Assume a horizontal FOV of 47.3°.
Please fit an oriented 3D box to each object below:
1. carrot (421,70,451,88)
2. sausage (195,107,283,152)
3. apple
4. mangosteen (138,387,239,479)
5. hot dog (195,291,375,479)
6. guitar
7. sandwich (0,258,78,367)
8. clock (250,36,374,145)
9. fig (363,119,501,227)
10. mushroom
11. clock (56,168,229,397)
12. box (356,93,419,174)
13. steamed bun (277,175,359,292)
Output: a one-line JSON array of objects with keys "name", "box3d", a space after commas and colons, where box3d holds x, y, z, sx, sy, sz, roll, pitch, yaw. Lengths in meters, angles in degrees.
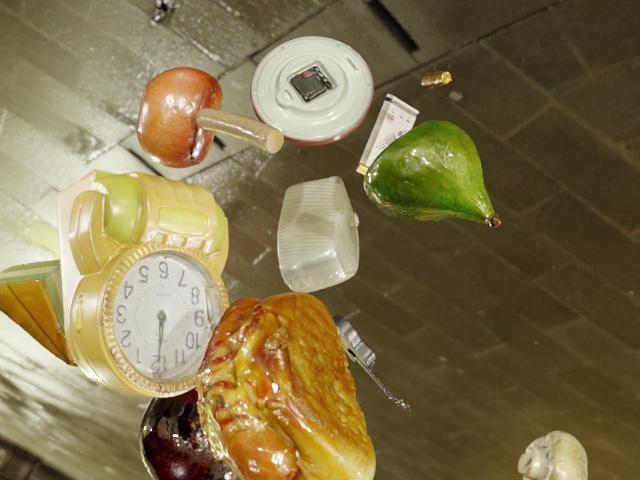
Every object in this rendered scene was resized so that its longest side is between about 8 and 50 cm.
[{"name": "carrot", "box3d": [0.284, -0.395, 1.796, 0.042, 0.042, 0.170, 35, -177, -13]}, {"name": "sausage", "box3d": [-0.199, -0.269, 1.747, 0.301, 0.066, 0.066, 24, 155, 41]}, {"name": "apple", "box3d": [-0.380, -0.334, 1.984, 0.206, 0.251, 0.271, 16, 115, -2]}, {"name": "mangosteen", "box3d": [-0.258, 0.396, 1.453, 0.235, 0.235, 0.261, 35, 139, -13]}, {"name": "hot dog", "box3d": [-0.049, 0.160, 0.781, 0.153, 0.256, 0.150, 24, 121, -33]}, {"name": "guitar", "box3d": [0.090, 0.229, 1.356, 0.233, 0.025, 0.088, 48, 159, -5]}, {"name": "sandwich", "box3d": [-0.494, 0.134, 1.307, 0.144, 0.117, 0.187, -13, 105, 21]}, {"name": "clock", "box3d": [-0.022, -0.388, 1.871, 0.319, 0.318, 0.080, 23, 161, 8]}, {"name": "fig", "box3d": [0.215, -0.089, 1.294, 0.235, 0.203, 0.203, 46, 153, 13]}, {"name": "mushroom", "box3d": [0.421, 0.417, 1.326, 0.112, 0.148, 0.148, 27, 151, -9]}, {"name": "clock", "box3d": [-0.258, 0.071, 1.080, 0.244, 0.317, 0.200, 8, 165, -44]}, {"name": "box", "box3d": [0.204, -0.301, 2.199, 0.129, 0.247, 0.033, 19, -176, -43]}, {"name": "steamed bun", "box3d": [0.001, -0.001, 2.350, 0.247, 0.383, 0.236, -14, 140, 17]}]
